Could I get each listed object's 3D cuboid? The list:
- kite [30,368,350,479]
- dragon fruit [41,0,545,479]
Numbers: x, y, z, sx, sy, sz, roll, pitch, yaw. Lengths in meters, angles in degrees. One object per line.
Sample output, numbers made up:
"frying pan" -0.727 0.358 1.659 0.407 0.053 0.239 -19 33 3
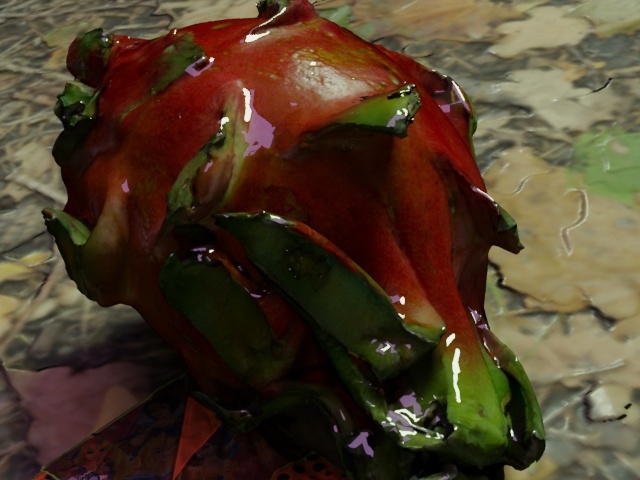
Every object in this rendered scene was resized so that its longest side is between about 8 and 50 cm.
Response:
"kite" -0.065 0.094 0.755 0.222 0.008 0.125 -6 31 8
"dragon fruit" -0.019 0.003 0.729 0.200 0.198 0.269 5 39 -14
